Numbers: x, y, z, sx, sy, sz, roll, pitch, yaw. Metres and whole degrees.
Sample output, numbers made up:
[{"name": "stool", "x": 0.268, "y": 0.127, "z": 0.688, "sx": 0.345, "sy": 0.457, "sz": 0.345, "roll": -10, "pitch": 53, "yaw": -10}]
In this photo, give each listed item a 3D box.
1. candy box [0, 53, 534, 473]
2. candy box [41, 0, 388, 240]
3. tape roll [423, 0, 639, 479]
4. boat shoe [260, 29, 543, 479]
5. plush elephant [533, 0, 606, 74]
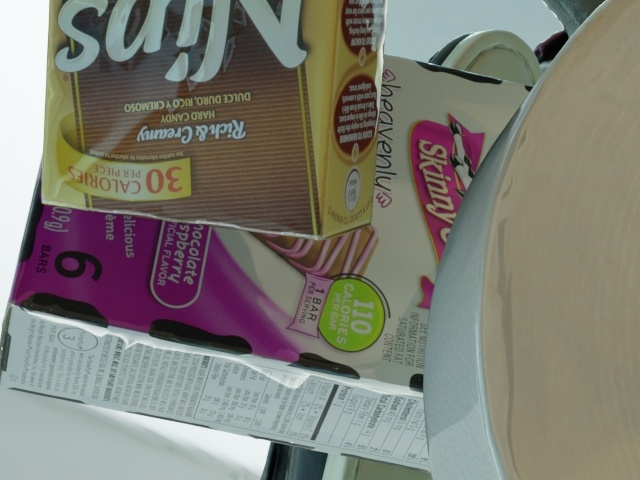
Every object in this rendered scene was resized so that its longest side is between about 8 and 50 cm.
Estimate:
[{"name": "candy box", "x": 0.000, "y": 0.000, "z": 0.796, "sx": 0.233, "sy": 0.071, "sz": 0.159, "roll": 12, "pitch": -124, "yaw": -7}, {"name": "candy box", "x": -0.033, "y": -0.099, "z": 0.665, "sx": 0.109, "sy": 0.187, "sz": 0.053, "roll": 7, "pitch": -170, "yaw": 22}, {"name": "tape roll", "x": 0.231, "y": 0.061, "z": 0.695, "sx": 0.392, "sy": 0.072, "sz": 0.392, "roll": 5, "pitch": -114, "yaw": -12}, {"name": "boat shoe", "x": 0.037, "y": 0.037, "z": 1.147, "sx": 0.127, "sy": 0.340, "sz": 0.113, "roll": 2, "pitch": -167, "yaw": -40}, {"name": "plush elephant", "x": 0.202, "y": -0.065, "z": 1.469, "sx": 0.330, "sy": 0.255, "sz": 0.272, "roll": 34, "pitch": -94, "yaw": 6}]
